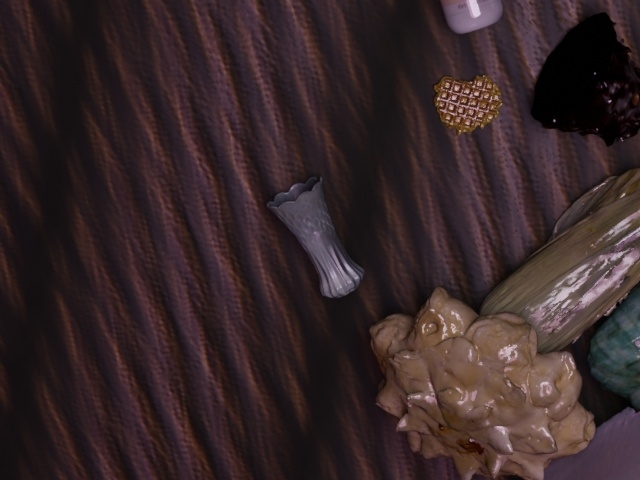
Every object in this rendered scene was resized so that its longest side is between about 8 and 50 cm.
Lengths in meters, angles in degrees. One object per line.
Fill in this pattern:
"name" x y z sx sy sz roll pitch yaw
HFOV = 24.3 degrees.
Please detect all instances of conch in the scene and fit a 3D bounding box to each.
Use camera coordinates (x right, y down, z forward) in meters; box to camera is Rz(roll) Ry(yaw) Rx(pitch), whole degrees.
"conch" 0.425 0.131 1.883 0.176 0.122 0.188 -2 110 -26

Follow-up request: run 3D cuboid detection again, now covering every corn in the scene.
"corn" 0.331 0.034 1.863 0.305 0.123 0.122 -44 95 10

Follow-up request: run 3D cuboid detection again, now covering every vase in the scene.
"vase" 0.000 0.000 1.896 0.081 0.081 0.148 -27 103 8

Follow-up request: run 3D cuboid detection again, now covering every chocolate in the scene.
"chocolate" 0.351 -0.181 1.819 0.133 0.156 0.156 28 103 -20

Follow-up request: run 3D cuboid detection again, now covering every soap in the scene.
"soap" 0.342 0.307 1.839 0.258 0.159 0.302 -3 137 8

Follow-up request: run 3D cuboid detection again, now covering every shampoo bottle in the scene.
"shampoo bottle" 0.165 -0.351 1.810 0.074 0.074 0.192 -17 101 6

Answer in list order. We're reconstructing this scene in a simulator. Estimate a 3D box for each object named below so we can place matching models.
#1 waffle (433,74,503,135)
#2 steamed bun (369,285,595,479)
"waffle" 0.188 -0.175 1.878 0.085 0.016 0.078 -15 105 6
"steamed bun" 0.178 0.201 1.843 0.292 0.137 0.295 2 134 36
